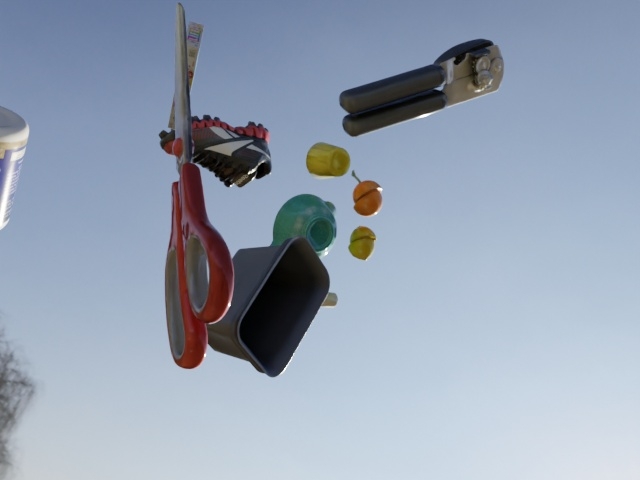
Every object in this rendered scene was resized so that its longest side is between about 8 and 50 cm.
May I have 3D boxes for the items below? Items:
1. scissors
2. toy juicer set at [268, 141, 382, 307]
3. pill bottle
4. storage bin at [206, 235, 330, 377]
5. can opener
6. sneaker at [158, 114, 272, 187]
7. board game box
[{"bbox_3d":[-0.111,-0.051,0.470,0.021,0.297,0.109,2,-33,-29],"label":"scissors"},{"bbox_3d":[0.000,0.000,1.128,0.209,0.329,0.089,33,-10,-35],"label":"toy juicer set"},{"bbox_3d":[-0.617,-0.102,1.057,0.153,0.153,0.265,24,-69,2],"label":"pill bottle"},{"bbox_3d":[-0.064,0.067,0.629,0.091,0.135,0.098,1,-44,39],"label":"storage bin"},{"bbox_3d":[0.154,-0.227,0.903,0.093,0.280,0.074,44,-28,53],"label":"can opener"},{"bbox_3d":[-0.199,-0.175,1.230,0.097,0.276,0.135,-25,-103,38],"label":"sneaker"},{"bbox_3d":[-0.230,-0.280,1.031,0.026,0.103,0.154,12,-53,-15],"label":"board game box"}]
